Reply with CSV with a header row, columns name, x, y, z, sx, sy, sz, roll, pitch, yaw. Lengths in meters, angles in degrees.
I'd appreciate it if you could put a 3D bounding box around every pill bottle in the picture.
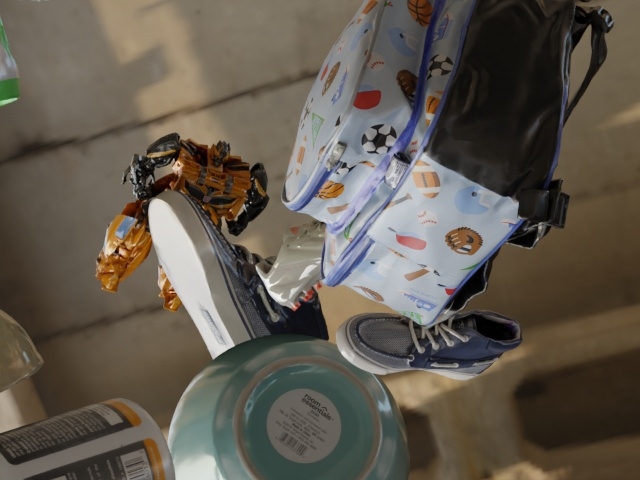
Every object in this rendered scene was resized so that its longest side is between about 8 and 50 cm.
name,x,y,z,sx,sy,sz,roll,pitch,yaw
pill bottle,-0.311,0.282,1.803,0.278,0.162,0.162,-15,-164,-38

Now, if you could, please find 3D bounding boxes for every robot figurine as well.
name,x,y,z,sx,sy,sz,roll,pitch,yaw
robot figurine,-0.199,-0.028,2.350,0.291,0.211,0.085,-54,-152,37

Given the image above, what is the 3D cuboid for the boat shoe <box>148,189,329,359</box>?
name,x,y,z,sx,sy,sz,roll,pitch,yaw
boat shoe,-0.110,0.050,2.305,0.158,0.340,0.127,-36,-151,-27

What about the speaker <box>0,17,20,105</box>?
name,x,y,z,sx,sy,sz,roll,pitch,yaw
speaker,-0.475,-0.308,2.076,0.131,0.296,0.131,-17,-177,1

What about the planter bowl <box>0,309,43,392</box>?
name,x,y,z,sx,sy,sz,roll,pitch,yaw
planter bowl,-0.448,0.138,2.084,0.162,0.109,0.162,-20,-168,4

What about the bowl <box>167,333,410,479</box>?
name,x,y,z,sx,sy,sz,roll,pitch,yaw
bowl,-0.026,0.247,1.999,0.312,0.311,0.163,-26,169,-16

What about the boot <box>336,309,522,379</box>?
name,x,y,z,sx,sy,sz,roll,pitch,yaw
boot,0.113,0.095,1.685,0.190,0.069,0.086,8,148,-35

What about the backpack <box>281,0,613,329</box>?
name,x,y,z,sx,sy,sz,roll,pitch,yaw
backpack,0.085,-0.069,1.304,0.213,0.263,0.276,22,-134,0

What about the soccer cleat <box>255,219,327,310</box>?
name,x,y,z,sx,sy,sz,roll,pitch,yaw
soccer cleat,0.000,0.000,1.870,0.196,0.076,0.068,-45,175,29
